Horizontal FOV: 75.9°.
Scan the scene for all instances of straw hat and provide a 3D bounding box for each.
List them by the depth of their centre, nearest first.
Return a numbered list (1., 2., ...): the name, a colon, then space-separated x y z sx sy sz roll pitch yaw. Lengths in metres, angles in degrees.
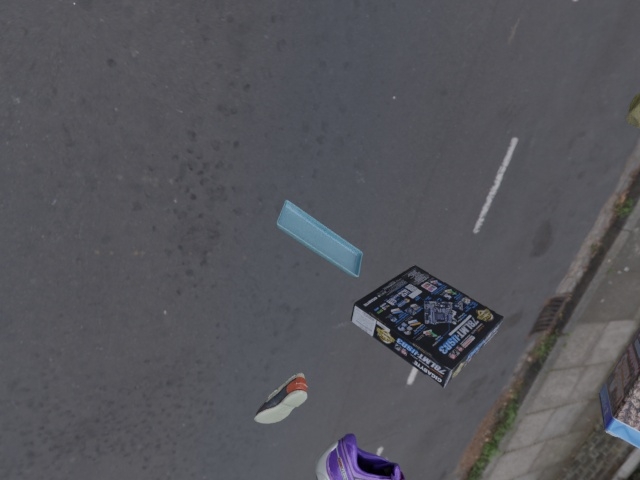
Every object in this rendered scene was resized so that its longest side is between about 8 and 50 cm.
1. straw hat: 0.536 -0.211 0.662 0.144 0.061 0.144 -52 154 -40

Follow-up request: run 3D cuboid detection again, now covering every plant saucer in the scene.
1. plant saucer: 0.000 0.000 0.778 0.192 0.067 0.018 35 134 -20

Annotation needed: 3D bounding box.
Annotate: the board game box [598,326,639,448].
1. board game box: 0.609 0.204 0.604 0.141 0.232 0.290 -13 126 -59

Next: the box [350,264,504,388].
1. box: 0.285 0.207 1.093 0.296 0.293 0.073 -24 135 -41

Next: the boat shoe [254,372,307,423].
1. boat shoe: -0.073 0.290 0.747 0.049 0.043 0.137 28 122 -29

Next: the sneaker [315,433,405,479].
1. sneaker: 0.073 0.273 0.426 0.170 0.068 0.071 43 93 -2
